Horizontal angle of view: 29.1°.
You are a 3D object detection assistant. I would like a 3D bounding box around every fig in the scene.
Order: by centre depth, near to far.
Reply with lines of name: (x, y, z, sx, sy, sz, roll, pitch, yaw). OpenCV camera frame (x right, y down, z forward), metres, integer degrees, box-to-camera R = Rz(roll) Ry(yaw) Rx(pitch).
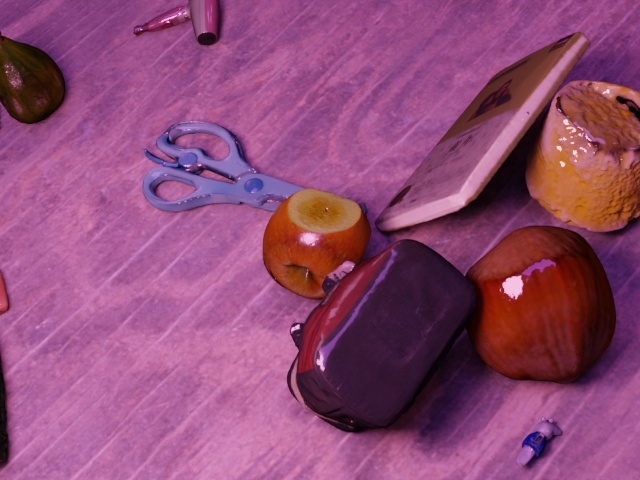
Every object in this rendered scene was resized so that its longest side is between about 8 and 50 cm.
fig: (-0.495, -0.279, 2.023, 0.117, 0.177, 0.117, -17, 44, 17)

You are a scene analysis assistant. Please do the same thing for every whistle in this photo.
whistle: (0.283, 0.265, 1.612, 0.033, 0.029, 0.083, 39, 61, 12)

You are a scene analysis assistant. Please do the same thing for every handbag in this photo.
handbag: (0.068, 0.125, 1.619, 0.181, 0.181, 0.254, 37, 71, -7)

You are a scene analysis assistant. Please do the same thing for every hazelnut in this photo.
hazelnut: (0.298, 0.081, 1.645, 0.210, 0.186, 0.210, 2, 40, -1)

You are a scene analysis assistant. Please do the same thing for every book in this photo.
book: (0.232, -0.156, 1.815, 0.035, 0.239, 0.352, 45, 64, -13)

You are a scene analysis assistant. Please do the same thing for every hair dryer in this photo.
hair dryer: (-0.249, -0.377, 2.137, 0.154, 0.054, 0.106, -10, 58, 14)

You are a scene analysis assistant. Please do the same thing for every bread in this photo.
bread: (0.397, -0.125, 1.777, 0.197, 0.170, 0.197, 3, 51, -4)

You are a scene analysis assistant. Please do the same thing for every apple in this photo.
apple: (-0.006, -0.002, 1.758, 0.146, 0.163, 0.147, 24, 58, 4)

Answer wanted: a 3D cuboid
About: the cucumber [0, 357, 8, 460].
cucumber: (-0.481, 0.210, 1.738, 0.077, 0.077, 0.265, -12, 56, 0)

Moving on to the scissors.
scissors: (-0.104, -0.085, 1.911, 0.393, 0.032, 0.180, 17, 59, 20)

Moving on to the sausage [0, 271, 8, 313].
sausage: (-0.491, 0.075, 1.859, 0.034, 0.034, 0.083, -20, 56, -6)
